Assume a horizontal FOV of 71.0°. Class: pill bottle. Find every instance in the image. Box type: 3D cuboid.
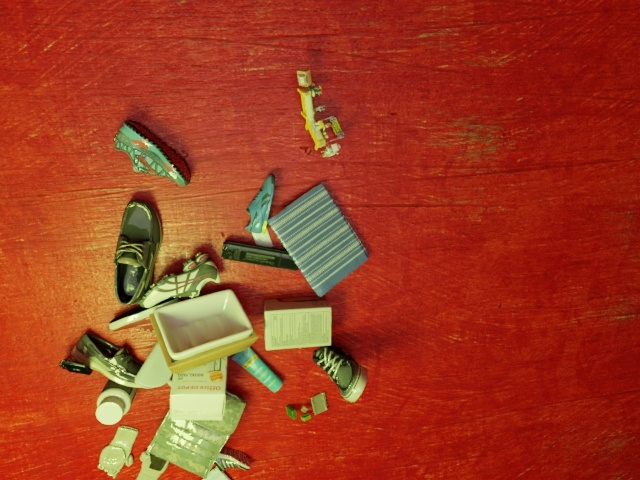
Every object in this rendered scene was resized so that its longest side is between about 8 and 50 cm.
[{"bbox_3d":[-0.690,0.533,1.518,0.108,0.180,0.107,-2,103,-9],"label":"pill bottle"}]

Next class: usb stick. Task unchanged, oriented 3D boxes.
[{"bbox_3d":[-0.202,0.053,1.560,0.278,0.045,0.077,10,123,-12],"label":"usb stick"}]

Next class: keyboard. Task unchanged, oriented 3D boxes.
[{"bbox_3d":[-0.813,0.410,1.488,0.100,0.192,0.038,16,61,-17],"label":"keyboard"}]

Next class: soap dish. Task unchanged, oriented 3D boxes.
[{"bbox_3d":[-0.381,0.294,1.465,0.291,0.229,0.118,-15,136,-28],"label":"soap dish"}]

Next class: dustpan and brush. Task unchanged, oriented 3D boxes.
[{"bbox_3d":[-0.551,0.469,1.564,0.211,0.060,0.147,54,45,-35],"label":"dustpan and brush"}]

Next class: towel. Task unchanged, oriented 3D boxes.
[{"bbox_3d":[0.000,0.000,1.562,0.243,0.040,0.335,-37,105,-16],"label":"towel"}]

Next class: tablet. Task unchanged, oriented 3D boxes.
[{"bbox_3d":[-0.204,-0.007,1.568,0.054,0.006,0.083,-19,105,-5],"label":"tablet"}]

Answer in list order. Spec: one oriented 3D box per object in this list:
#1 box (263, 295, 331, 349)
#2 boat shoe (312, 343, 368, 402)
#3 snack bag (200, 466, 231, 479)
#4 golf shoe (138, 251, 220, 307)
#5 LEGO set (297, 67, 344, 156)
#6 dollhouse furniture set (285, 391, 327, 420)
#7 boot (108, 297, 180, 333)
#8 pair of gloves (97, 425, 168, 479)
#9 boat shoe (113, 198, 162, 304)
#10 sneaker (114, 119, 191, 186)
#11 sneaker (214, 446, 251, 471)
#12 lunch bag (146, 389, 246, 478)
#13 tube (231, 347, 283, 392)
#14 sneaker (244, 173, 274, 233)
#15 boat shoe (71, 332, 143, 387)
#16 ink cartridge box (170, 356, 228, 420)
[{"bbox_3d":[-0.084,0.290,1.594,0.233,0.127,0.148,-2,103,-9],"label":"box"},{"bbox_3d":[0.052,0.441,1.552,0.158,0.340,0.127,30,85,-4],"label":"boat shoe"},{"bbox_3d":[-0.431,1.085,1.764,0.323,0.037,0.342,-37,106,-1],"label":"snack bag"},{"bbox_3d":[-0.463,0.153,1.481,0.273,0.105,0.120,-35,94,-12],"label":"golf shoe"},{"bbox_3d":[0.007,-0.415,1.457,0.107,0.132,0.286,-21,99,-13],"label":"LEGO set"},{"bbox_3d":[-0.051,0.641,1.734,0.152,0.059,0.076,-16,98,-26],"label":"dollhouse furniture set"},{"bbox_3d":[-0.579,0.307,1.537,0.245,0.088,0.176,-17,106,-9],"label":"boot"},{"bbox_3d":[-0.684,0.809,1.655,0.240,0.042,0.204,33,96,-14],"label":"pair of gloves"},{"bbox_3d":[-0.593,0.046,1.449,0.133,0.130,0.355,4,102,-11],"label":"boat shoe"},{"bbox_3d":[-0.532,-0.255,1.424,0.262,0.104,0.125,43,110,-12],"label":"sneaker"},{"bbox_3d":[-0.350,0.844,1.710,0.171,0.063,0.074,24,97,-9],"label":"sneaker"},{"bbox_3d":[-0.430,0.645,1.596,0.235,0.169,0.286,30,86,-7],"label":"lunch bag"},{"bbox_3d":[-0.228,0.474,1.657,0.080,0.052,0.207,-46,100,-5],"label":"tube"},{"bbox_3d":[-0.204,-0.126,1.509,0.082,0.069,0.209,13,100,-7],"label":"sneaker"},{"bbox_3d":[-0.696,0.408,1.532,0.285,0.103,0.092,29,101,-8],"label":"boat shoe"},{"bbox_3d":[-0.398,0.455,1.498,0.171,0.232,0.168,4,132,-11],"label":"ink cartridge box"}]
